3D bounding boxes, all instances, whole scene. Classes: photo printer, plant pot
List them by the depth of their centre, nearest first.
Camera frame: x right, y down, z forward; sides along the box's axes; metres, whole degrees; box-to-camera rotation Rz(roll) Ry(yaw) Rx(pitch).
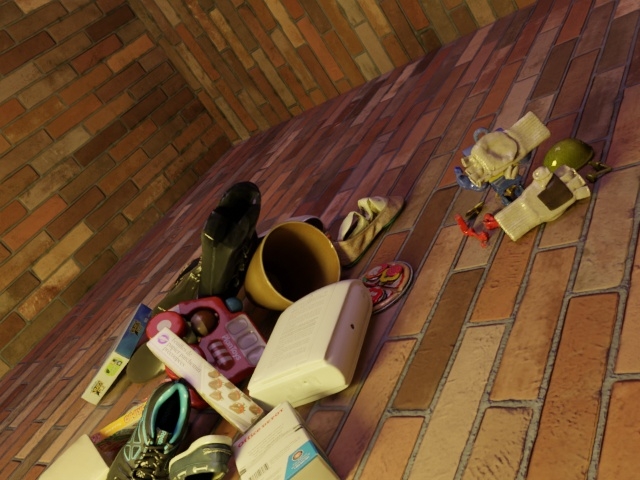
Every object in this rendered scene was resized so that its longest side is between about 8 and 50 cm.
[{"bbox_3d":[-0.013,0.226,1.411,0.256,0.107,0.307,-29,23,33],"label":"photo printer"},{"bbox_3d":[-0.107,0.101,1.710,0.237,0.237,0.254,-52,9,-35],"label":"plant pot"}]

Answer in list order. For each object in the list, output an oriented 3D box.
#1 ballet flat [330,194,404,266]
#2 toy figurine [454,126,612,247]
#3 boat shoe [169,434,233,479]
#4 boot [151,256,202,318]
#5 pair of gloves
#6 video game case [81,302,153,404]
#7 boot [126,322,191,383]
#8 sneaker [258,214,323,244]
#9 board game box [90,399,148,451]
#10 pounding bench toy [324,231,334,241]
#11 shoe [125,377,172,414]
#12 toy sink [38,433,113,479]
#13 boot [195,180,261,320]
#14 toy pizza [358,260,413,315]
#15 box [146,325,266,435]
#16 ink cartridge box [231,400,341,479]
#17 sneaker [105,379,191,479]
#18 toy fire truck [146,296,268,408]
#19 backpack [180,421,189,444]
[{"bbox_3d":[0.135,-0.059,1.787,0.108,0.106,0.316,-8,35,50],"label":"ballet flat"},{"bbox_3d":[0.444,-0.181,1.426,0.363,0.217,0.191,-32,22,11],"label":"toy figurine"},{"bbox_3d":[-0.244,0.472,1.243,0.254,0.095,0.079,-46,36,40],"label":"boat shoe"},{"bbox_3d":[-0.392,0.128,2.112,0.377,0.138,0.284,-39,13,14],"label":"boot"},{"bbox_3d":[0.444,-0.146,1.354,0.204,0.240,0.042,-30,-13,6],"label":"pair of gloves"},{"bbox_3d":[-0.674,0.375,2.064,0.244,0.061,0.269,-49,15,25],"label":"video game case"},{"bbox_3d":[-0.474,0.336,1.946,0.305,0.112,0.115,-43,-9,-3],"label":"boot"},{"bbox_3d":[-0.131,-0.003,2.078,0.290,0.105,0.123,-22,16,-6],"label":"sneaker"},{"bbox_3d":[-0.483,0.477,1.610,0.259,0.124,0.039,-35,65,7],"label":"board game box"},{"bbox_3d":[0.000,0.000,1.897,0.065,0.083,0.052,-18,28,39],"label":"pounding bench toy"},{"bbox_3d":[-0.454,0.444,1.705,0.178,0.063,0.081,-28,21,6],"label":"shoe"},{"bbox_3d":[-0.543,0.587,1.449,0.153,0.131,0.234,-45,26,-22],"label":"toy sink"},{"bbox_3d":[-0.246,-0.022,1.730,0.445,0.146,0.367,107,175,-56],"label":"boot"},{"bbox_3d":[0.137,0.114,1.532,0.201,0.032,0.201,-31,23,14],"label":"toy pizza"},{"bbox_3d":[-0.260,0.319,1.399,0.324,0.067,0.063,35,65,22],"label":"box"},{"bbox_3d":[-0.070,0.416,1.152,0.148,0.086,0.203,-39,21,-6],"label":"ink cartridge box"},{"bbox_3d":[-0.374,0.460,1.331,0.139,0.125,0.340,136,152,-62],"label":"sneaker"},{"bbox_3d":[-0.287,0.265,1.597,0.254,0.169,0.302,-28,51,-16],"label":"toy fire truck"},{"bbox_3d":[-0.375,0.466,1.504,0.105,0.084,0.114,-35,15,9],"label":"backpack"}]
